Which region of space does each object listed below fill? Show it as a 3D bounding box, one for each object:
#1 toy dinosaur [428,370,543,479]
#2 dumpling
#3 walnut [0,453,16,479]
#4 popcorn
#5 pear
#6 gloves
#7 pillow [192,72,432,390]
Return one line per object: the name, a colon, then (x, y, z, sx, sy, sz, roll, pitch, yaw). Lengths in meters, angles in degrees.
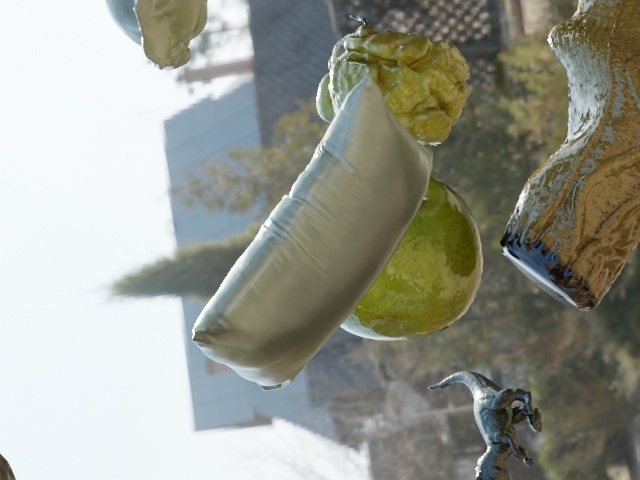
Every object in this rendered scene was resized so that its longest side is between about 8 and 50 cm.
toy dinosaur: (0.214, 0.260, 1.686, 0.087, 0.178, 0.187, 60, -143, -48)
dumpling: (-0.160, -0.238, 1.235, 0.188, 0.108, 0.127, -97, -14, -76)
walnut: (-0.435, 0.322, 1.460, 0.140, 0.140, 0.162, 59, -155, -74)
popcorn: (0.086, -0.192, 1.458, 0.195, 0.168, 0.174, -151, 45, -74)
pear: (0.075, -0.004, 1.159, 0.166, 0.180, 0.216, -70, -1, -52)
gloves: (0.285, -0.105, 1.123, 0.203, 0.155, 0.357, 40, -113, -61)
pillow: (0.000, -0.001, 0.952, 0.254, 0.078, 0.144, -55, -37, -9)
